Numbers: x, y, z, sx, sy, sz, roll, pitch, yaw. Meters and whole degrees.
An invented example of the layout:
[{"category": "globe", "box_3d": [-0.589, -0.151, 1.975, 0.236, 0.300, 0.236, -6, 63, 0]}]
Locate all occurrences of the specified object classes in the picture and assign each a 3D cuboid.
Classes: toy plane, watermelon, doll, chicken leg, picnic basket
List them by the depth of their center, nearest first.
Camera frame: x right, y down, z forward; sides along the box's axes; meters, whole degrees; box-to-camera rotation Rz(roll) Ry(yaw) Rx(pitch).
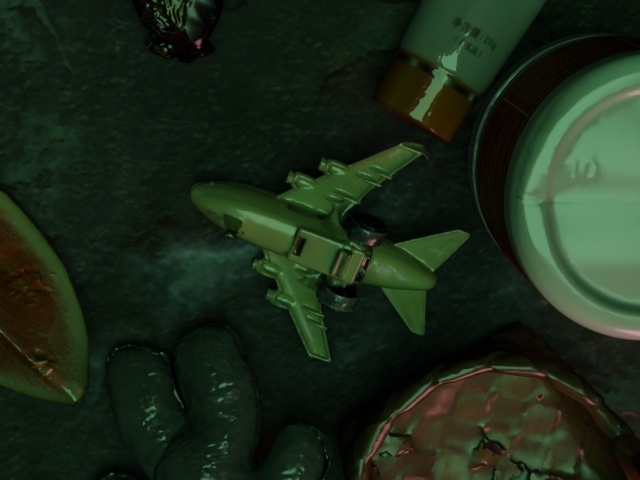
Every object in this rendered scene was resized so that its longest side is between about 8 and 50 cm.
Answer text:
[{"category": "chicken leg", "box_3d": [-0.159, -0.283, 1.704, 0.106, 0.051, 0.253, -28, 100, 6]}, {"category": "watermelon", "box_3d": [-0.313, 0.014, 1.713, 0.128, 0.159, 0.303, -45, 101, -26]}, {"category": "picnic basket", "box_3d": [0.178, 0.271, 1.713, 0.293, 0.337, 0.337, -30, 103, 1]}, {"category": "toy plane", "box_3d": [0.000, 0.000, 1.755, 0.256, 0.104, 0.242, 16, 115, -15]}, {"category": "doll", "box_3d": [-0.091, 0.250, 1.785, 0.246, 0.158, 0.340, -22, 75, 10]}]

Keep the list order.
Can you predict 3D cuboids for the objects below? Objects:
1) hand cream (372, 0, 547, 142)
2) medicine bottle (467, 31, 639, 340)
[{"category": "hand cream", "box_3d": [0.166, -0.241, 1.731, 0.139, 0.089, 0.314, 27, 90, -12]}, {"category": "medicine bottle", "box_3d": [0.274, -0.056, 1.693, 0.252, 0.241, 0.252, -1, 102, -5]}]
